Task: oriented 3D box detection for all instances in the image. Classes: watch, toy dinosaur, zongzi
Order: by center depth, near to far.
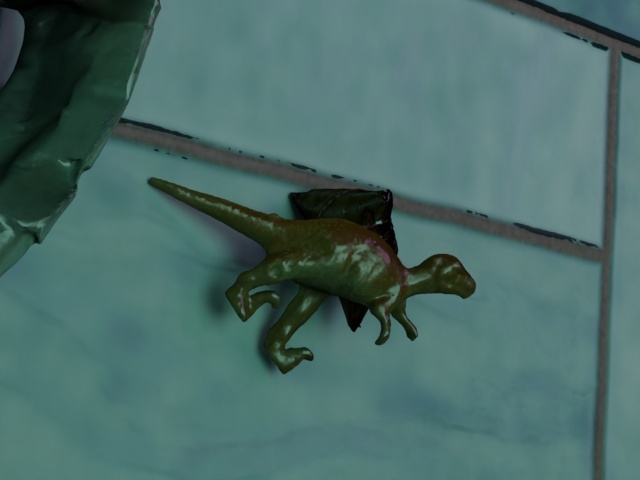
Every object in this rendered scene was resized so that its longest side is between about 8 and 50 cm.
[{"bbox_3d":[-0.201,-0.074,0.851,0.253,0.161,0.241,14,82,-40],"label":"watch"},{"bbox_3d":[0.000,0.000,1.061,0.126,0.039,0.162,-33,106,-4],"label":"toy dinosaur"},{"bbox_3d":[0.022,0.014,1.108,0.083,0.067,0.073,51,46,-48],"label":"zongzi"}]
